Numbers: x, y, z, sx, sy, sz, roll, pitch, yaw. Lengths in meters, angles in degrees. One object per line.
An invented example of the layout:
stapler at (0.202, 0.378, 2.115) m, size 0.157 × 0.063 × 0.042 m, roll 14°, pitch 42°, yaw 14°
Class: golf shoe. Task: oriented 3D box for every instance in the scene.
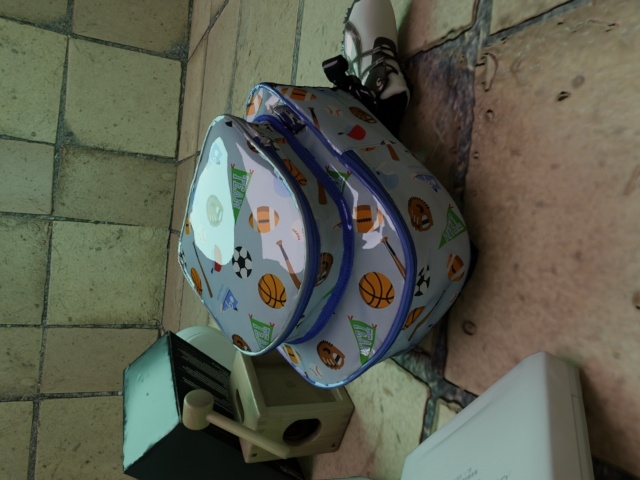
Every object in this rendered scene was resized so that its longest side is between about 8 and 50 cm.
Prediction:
golf shoe at (0.073, -0.189, 0.533) m, size 0.094 × 0.077 × 0.198 m, roll 17°, pitch 108°, yaw 53°

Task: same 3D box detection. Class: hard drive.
hard drive at (0.078, 0.233, 0.265) m, size 0.203 × 0.040 × 0.307 m, roll -62°, pitch -2°, yaw 39°

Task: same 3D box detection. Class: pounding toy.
pounding toy at (-0.073, 0.224, 0.591) m, size 0.181 × 0.206 × 0.094 m, roll -126°, pitch 47°, yaw -54°

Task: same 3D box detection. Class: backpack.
backpack at (0.000, 0.000, 0.462) m, size 0.263 × 0.213 × 0.276 m, roll 42°, pitch 132°, yaw 24°

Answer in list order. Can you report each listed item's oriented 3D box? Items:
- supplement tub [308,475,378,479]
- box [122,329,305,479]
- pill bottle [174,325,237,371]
supplement tub at (-0.073, 0.346, 0.406) m, size 0.241 × 0.331 × 0.241 m, roll -33°, pitch 53°, yaw 57°
box at (-0.154, 0.279, 0.687) m, size 0.103 × 0.261 × 0.184 m, roll -43°, pitch 34°, yaw 0°
pill bottle at (-0.291, 0.289, 1.078) m, size 0.318 × 0.176 × 0.176 m, roll 150°, pitch 122°, yaw -60°
